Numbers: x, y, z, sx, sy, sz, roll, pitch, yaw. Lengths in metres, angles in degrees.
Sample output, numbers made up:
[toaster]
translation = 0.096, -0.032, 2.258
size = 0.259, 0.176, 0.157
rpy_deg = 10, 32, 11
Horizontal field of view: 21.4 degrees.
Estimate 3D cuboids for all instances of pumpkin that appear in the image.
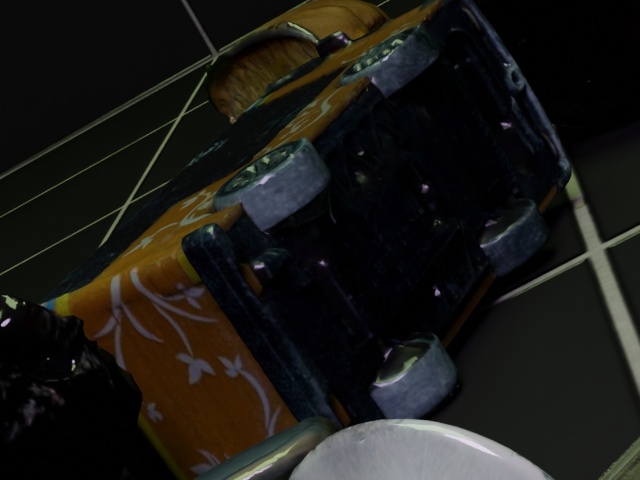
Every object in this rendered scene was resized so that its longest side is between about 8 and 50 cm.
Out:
[pumpkin]
translation = 0.193, -0.186, 1.175
size = 0.233, 0.163, 0.233
rpy_deg = -33, 30, 22

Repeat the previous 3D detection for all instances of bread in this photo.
[bread]
translation = 0.028, -0.109, 1.321
size = 0.133, 0.174, 0.251
rpy_deg = -32, 8, -21

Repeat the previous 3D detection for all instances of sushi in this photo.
[sushi]
translation = -0.216, 0.113, 0.774
size = 0.213, 0.200, 0.204
rpy_deg = -16, 42, 43

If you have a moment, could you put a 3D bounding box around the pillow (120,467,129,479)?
[pillow]
translation = -0.110, 0.096, 1.085
size = 0.119, 0.053, 0.208
rpy_deg = -29, 12, 23

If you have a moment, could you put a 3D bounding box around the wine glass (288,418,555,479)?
[wine glass]
translation = -0.010, 0.146, 0.450
size = 0.165, 0.165, 0.196
rpy_deg = -21, 12, 36

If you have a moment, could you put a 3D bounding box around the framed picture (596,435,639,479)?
[framed picture]
translation = 0.176, 0.075, 0.620
size = 0.231, 0.010, 0.173
rpy_deg = -38, 14, -32

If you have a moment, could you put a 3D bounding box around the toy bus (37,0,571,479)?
[toy bus]
translation = 0.000, 0.000, 0.974
size = 0.194, 0.162, 0.323
rpy_deg = -24, 16, 38

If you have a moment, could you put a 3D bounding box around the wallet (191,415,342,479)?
[wallet]
translation = -0.127, 0.179, 0.660
size = 0.360, 0.083, 0.252
rpy_deg = -33, -7, -4
